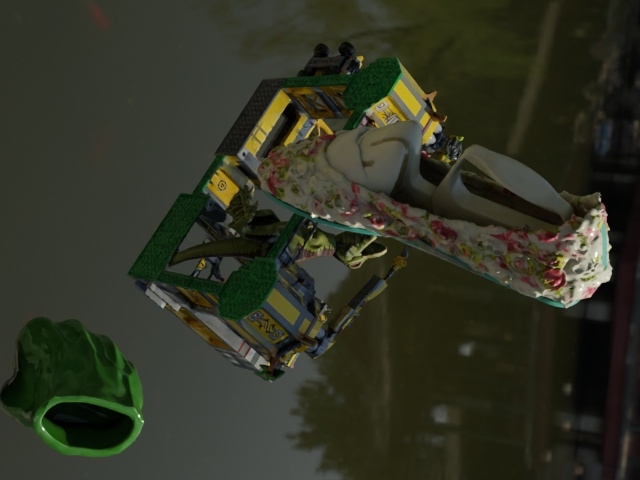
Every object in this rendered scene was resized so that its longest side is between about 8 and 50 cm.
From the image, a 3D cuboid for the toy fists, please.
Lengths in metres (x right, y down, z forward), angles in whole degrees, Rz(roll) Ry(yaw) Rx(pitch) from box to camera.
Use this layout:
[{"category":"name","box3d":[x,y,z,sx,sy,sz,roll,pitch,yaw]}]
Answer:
[{"category":"toy fists","box3d":[-0.306,0.130,1.090,0.096,0.279,0.142,-65,-153,27]}]

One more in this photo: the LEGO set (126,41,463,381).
[{"category":"LEGO set","box3d":[0.000,0.000,1.047,0.192,0.255,0.331,45,57,-35]}]

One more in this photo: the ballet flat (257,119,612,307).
[{"category":"ballet flat","box3d":[0.075,-0.034,0.726,0.091,0.241,0.077,-54,159,-49]}]
